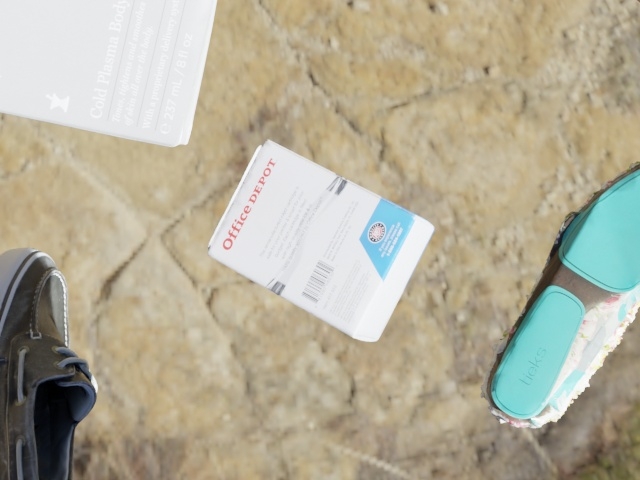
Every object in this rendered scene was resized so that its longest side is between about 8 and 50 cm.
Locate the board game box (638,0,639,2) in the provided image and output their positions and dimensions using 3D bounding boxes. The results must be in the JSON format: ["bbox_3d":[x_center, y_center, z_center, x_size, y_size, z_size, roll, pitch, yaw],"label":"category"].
[{"bbox_3d":[0.337,-0.188,1.251,0.145,0.281,0.027,23,111,-29],"label":"board game box"}]

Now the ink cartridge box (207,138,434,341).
[{"bbox_3d":[0.000,0.000,1.492,0.140,0.190,0.082,-62,157,2],"label":"ink cartridge box"}]

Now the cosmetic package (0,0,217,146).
[{"bbox_3d":[-0.181,-0.141,0.772,0.238,0.107,0.127,8,108,-16],"label":"cosmetic package"}]

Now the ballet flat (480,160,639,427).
[{"bbox_3d":[0.204,0.037,1.078,0.241,0.091,0.077,-53,164,10],"label":"ballet flat"}]

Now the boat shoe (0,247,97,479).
[{"bbox_3d":[-0.267,0.152,1.367,0.119,0.335,0.121,-10,146,16],"label":"boat shoe"}]
